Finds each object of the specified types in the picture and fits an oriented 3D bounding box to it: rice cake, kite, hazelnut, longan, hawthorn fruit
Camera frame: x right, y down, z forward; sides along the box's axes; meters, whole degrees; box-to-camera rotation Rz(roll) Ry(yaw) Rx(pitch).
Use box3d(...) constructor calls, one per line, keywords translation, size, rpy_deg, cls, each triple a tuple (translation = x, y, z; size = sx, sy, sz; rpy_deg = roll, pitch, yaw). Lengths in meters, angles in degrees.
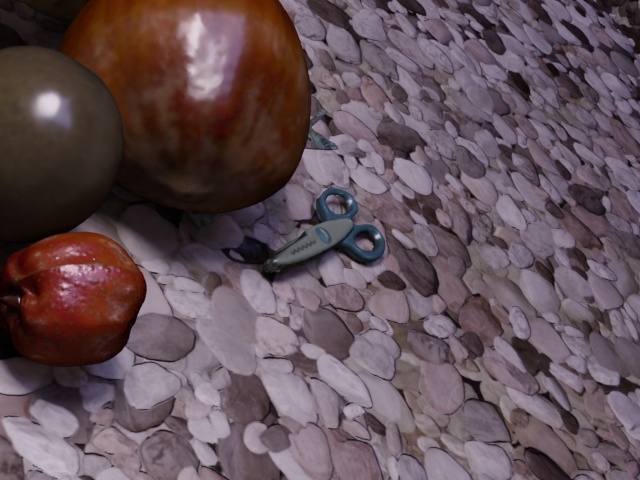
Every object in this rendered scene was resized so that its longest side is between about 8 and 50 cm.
box3d(translation=(-0.131, -0.064, 1.744), size=(0.043, 0.034, 0.211), rpy_deg=(53, 35, 2), cls="rice cake")
box3d(translation=(-0.022, -0.198, 2.016), size=(0.137, 0.005, 0.152), rpy_deg=(36, 35, -10), cls="kite")
box3d(translation=(-0.180, -0.210, 1.618), size=(0.366, 0.366, 0.365), rpy_deg=(26, 38, -22), cls="hazelnut")
box3d(translation=(-0.348, -0.115, 1.396), size=(0.248, 0.248, 0.248), rpy_deg=(26, 38, -22), cls="longan")
box3d(translation=(-0.298, 0.065, 1.338), size=(0.194, 0.157, 0.157), rpy_deg=(6, 49, -48), cls="hawthorn fruit")

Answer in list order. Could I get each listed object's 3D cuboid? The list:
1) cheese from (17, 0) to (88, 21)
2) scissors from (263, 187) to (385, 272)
box3d(translation=(-0.316, -0.404, 1.668), size=(0.384, 0.384, 0.104), rpy_deg=(-7, 85, -47), cls="cheese")
box3d(translation=(0.000, 0.000, 1.793), size=(0.138, 0.041, 0.289), rpy_deg=(55, 36, 6), cls="scissors")
